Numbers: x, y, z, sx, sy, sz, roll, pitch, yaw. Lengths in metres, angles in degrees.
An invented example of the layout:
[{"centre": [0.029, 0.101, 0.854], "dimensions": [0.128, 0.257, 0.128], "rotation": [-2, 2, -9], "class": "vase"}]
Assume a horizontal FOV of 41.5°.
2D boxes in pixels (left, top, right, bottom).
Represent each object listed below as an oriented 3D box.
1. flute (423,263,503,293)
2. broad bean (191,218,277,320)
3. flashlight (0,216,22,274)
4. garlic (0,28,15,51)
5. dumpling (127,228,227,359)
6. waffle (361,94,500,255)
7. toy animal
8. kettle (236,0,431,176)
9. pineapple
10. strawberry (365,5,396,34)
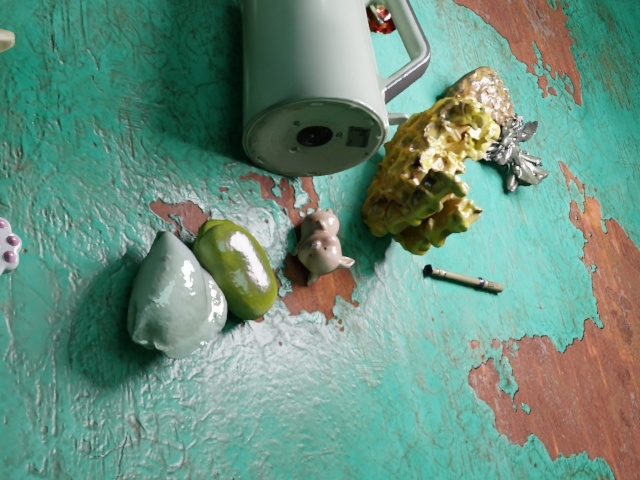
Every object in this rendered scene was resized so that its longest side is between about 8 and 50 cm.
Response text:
[{"centre": [0.308, 0.082, 1.788], "dimensions": [0.233, 0.027, 0.027], "rotation": [14, 59, -36], "class": "flute"}, {"centre": [-0.140, 0.044, 1.379], "dimensions": [0.174, 0.082, 0.124], "rotation": [56, 43, -18], "class": "broad bean"}, {"centre": [-0.492, -0.009, 1.108], "dimensions": [0.200, 0.047, 0.093], "rotation": [21, 56, -33], "class": "flashlight"}, {"centre": [-0.497, -0.300, 1.253], "dimensions": [0.083, 0.053, 0.041], "rotation": [-1, 71, -36], "class": "garlic"}, {"centre": [-0.221, 0.084, 1.271], "dimensions": [0.149, 0.105, 0.216], "rotation": [54, 28, -49], "class": "dumpling"}, {"centre": [0.219, -0.133, 1.657], "dimensions": [0.151, 0.261, 0.324], "rotation": [45, 48, -25], "class": "waffle"}, {"centre": [0.004, 0.003, 1.520], "dimensions": [0.089, 0.083, 0.150], "rotation": [22, 54, -35], "class": "toy animal"}, {"centre": [0.026, -0.342, 1.564], "dimensions": [0.361, 0.250, 0.376], "rotation": [-5, 63, -2], "class": "kettle"}, {"centre": [0.426, -0.261, 1.989], "dimensions": [0.170, 0.141, 0.310], "rotation": [-37, 100, -9], "class": "pineapple"}, {"centre": [0.115, -0.583, 1.922], "dimensions": [0.306, 0.138, 0.233], "rotation": [-57, 131, -69], "class": "strawberry"}]
